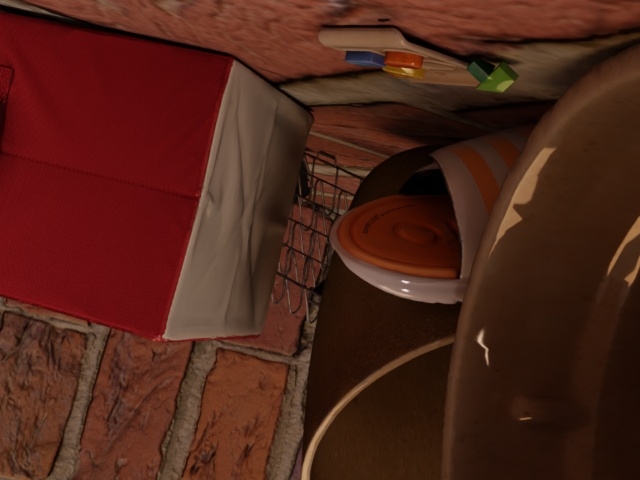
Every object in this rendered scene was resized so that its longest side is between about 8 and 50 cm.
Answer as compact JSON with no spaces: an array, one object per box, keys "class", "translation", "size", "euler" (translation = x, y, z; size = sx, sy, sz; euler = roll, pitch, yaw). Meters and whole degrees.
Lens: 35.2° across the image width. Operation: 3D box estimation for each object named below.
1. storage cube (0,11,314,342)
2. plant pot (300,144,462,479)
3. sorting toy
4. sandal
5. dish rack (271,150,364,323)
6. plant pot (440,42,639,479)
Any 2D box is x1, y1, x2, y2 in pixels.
[{"class":"storage cube","translation":[-0.136,-0.040,0.714],"size":[0.193,0.183,0.215],"euler":[14,179,17]},{"class":"plant pot","translation":[0.093,0.055,0.683],"size":[0.237,0.237,0.254],"euler":[15,-145,-19]},{"class":"sorting toy","translation":[0.045,-0.078,0.444],"size":[0.062,0.012,0.083],"euler":[16,180,-39]},{"class":"sandal","translation":[0.130,-0.029,0.553],"size":[0.265,0.076,0.102],"euler":[-6,-150,-20]},{"class":"dish rack","translation":[0.000,0.000,1.003],"size":[0.271,0.074,0.208],"euler":[26,-136,30]},{"class":"plant pot","translation":[0.242,0.110,0.369],"size":[0.305,0.333,0.334],"euler":[4,-178,-12]}]
